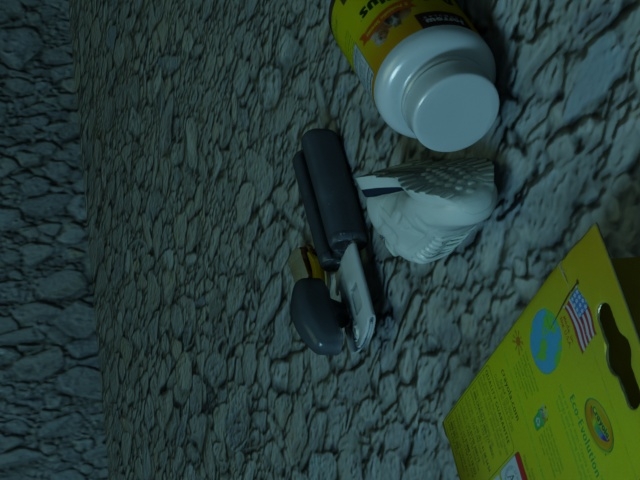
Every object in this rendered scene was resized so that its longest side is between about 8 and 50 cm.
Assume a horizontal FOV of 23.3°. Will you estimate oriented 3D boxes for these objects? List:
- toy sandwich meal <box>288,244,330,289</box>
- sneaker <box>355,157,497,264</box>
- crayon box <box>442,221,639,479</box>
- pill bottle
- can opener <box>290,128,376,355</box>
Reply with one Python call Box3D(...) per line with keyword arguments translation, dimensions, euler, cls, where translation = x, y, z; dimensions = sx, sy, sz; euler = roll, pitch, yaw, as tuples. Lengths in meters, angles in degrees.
Box3D(translation=(-0.014, 0.045, 1.871), dimensions=(0.085, 0.029, 0.086), euler=(179, 90, -70), cls="toy sandwich meal")
Box3D(translation=(0.111, -0.025, 1.480), dimensions=(0.235, 0.090, 0.095), euler=(-166, 63, -73), cls="sneaker")
Box3D(translation=(0.207, 0.154, 1.211), dimensions=(0.318, 0.081, 0.202), euler=(117, 146, -53), cls="crayon box")
Box3D(translation=(0.090, -0.175, 1.454), dimensions=(0.215, 0.117, 0.117), euler=(-117, 32, -48), cls="pill bottle")
Box3D(translation=(0.000, 0.000, 1.737), dimensions=(0.076, 0.095, 0.283), euler=(116, 146, -50), cls="can opener")
